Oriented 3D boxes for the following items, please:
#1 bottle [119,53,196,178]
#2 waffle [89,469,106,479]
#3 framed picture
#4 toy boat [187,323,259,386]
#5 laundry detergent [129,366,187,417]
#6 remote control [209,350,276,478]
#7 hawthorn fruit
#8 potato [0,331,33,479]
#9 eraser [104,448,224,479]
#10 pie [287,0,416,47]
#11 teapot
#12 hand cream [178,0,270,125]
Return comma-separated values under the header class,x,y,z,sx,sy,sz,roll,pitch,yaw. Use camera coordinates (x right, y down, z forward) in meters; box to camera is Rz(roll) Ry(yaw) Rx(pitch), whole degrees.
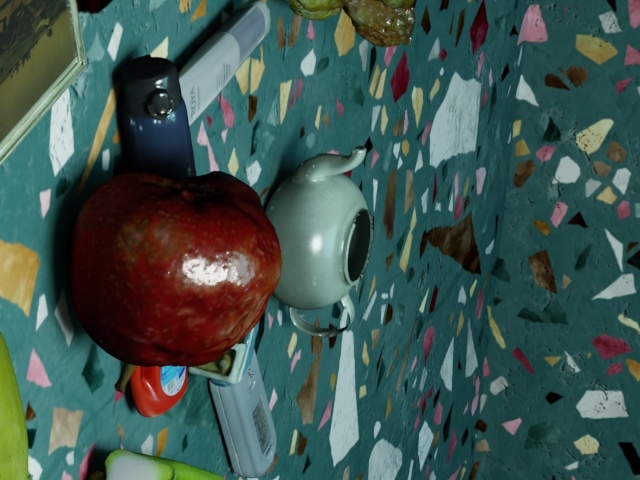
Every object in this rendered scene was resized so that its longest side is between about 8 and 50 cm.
class,x,y,z,sx,sy,sz,roll,pitch,yaw
bottle,-0.174,-0.089,2.158,0.082,0.072,0.244,-122,-160,-50
waffle,-0.260,0.297,2.203,0.085,0.016,0.078,-53,152,-52
framed picture,-0.291,-0.184,1.872,0.252,0.014,0.197,-58,152,-47
toy boat,-0.124,0.076,2.370,0.102,0.088,0.215,-7,108,-66
laundry detergent,-0.195,0.119,2.255,0.097,0.049,0.165,-54,146,-45
remote control,-0.099,0.222,2.577,0.244,0.047,0.087,78,32,-45
hawthorn fruit,-0.167,0.048,2.081,0.230,0.210,0.266,-16,143,-51
potato,-0.345,0.187,1.626,0.216,0.216,0.304,-14,103,-69
eraser,-0.195,0.356,2.279,0.274,0.092,0.210,50,52,-72
pie,0.031,-0.479,2.418,0.395,0.180,0.418,44,46,-74
teapot,0.000,0.000,2.620,0.193,0.129,0.294,-48,144,-55
hand cream,-0.128,-0.200,2.275,0.255,0.048,0.079,-57,152,-47
